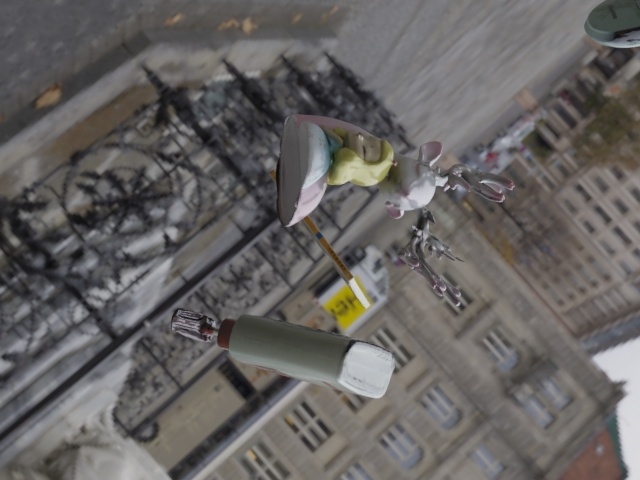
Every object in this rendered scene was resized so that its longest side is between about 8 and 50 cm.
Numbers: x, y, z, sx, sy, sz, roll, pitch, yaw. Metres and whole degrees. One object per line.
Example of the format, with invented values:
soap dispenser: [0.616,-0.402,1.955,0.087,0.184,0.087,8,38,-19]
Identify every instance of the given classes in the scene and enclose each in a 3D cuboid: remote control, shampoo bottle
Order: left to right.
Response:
shampoo bottle: [-0.056,0.138,1.309,0.153,0.284,0.071,27,74,-58]
remote control: [0.403,-0.256,1.059,0.256,0.045,0.097,-17,-143,17]

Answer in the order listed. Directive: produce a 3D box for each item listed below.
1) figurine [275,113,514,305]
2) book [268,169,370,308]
figurine: [0.104,-0.060,1.546,0.284,0.315,0.207,-114,-147,-58]
book: [0.001,-0.001,1.730,0.018,0.242,0.170,-35,158,-1]
